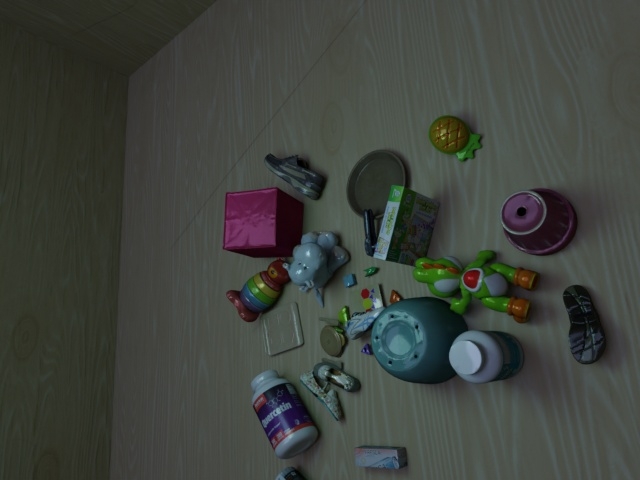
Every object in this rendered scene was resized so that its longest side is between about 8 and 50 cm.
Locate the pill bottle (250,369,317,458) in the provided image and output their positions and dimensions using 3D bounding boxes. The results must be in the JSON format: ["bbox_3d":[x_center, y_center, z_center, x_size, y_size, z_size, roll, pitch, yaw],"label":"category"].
[{"bbox_3d":[-0.159,0.688,1.866,0.181,0.182,0.323,-53,52,20],"label":"pill bottle"}]

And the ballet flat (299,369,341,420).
[{"bbox_3d":[0.012,0.592,1.810,0.077,0.091,0.241,-42,54,-13],"label":"ballet flat"}]

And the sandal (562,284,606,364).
[{"bbox_3d":[0.722,0.231,1.278,0.090,0.060,0.219,-21,53,30],"label":"sandal"}]

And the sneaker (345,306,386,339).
[{"bbox_3d":[0.157,0.285,1.666,0.086,0.085,0.237,59,141,14],"label":"sneaker"}]

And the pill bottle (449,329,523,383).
[{"bbox_3d":[0.469,0.332,1.333,0.146,0.264,0.146,-10,74,40],"label":"pill bottle"}]

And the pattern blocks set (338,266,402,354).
[{"bbox_3d":[0.186,0.265,1.756,0.285,0.026,0.324,-16,71,38],"label":"pattern blocks set"}]

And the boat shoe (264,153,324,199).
[{"bbox_3d":[-0.109,-0.312,2.087,0.355,0.132,0.130,38,97,31],"label":"boat shoe"}]

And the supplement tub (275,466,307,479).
[{"bbox_3d":[-0.083,0.975,1.783,0.190,0.117,0.117,26,98,42],"label":"supplement tub"}]

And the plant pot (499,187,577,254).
[{"bbox_3d":[0.614,-0.064,1.347,0.201,0.180,0.201,-9,76,40],"label":"plant pot"}]

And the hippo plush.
[{"bbox_3d":[-0.058,0.089,1.838,0.234,0.237,0.294,35,104,24],"label":"hippo plush"}]

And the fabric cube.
[{"bbox_3d":[-0.242,-0.069,2.004,0.254,0.258,0.259,-3,79,22],"label":"fabric cube"}]

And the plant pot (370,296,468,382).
[{"bbox_3d":[0.296,0.318,1.489,0.293,0.235,0.292,-8,76,34],"label":"plant pot"}]

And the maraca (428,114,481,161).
[{"bbox_3d":[0.462,-0.353,1.602,0.186,0.099,0.127,37,110,13],"label":"maraca"}]

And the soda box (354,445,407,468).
[{"bbox_3d":[0.207,0.752,1.615,0.183,0.058,0.062,-18,69,38],"label":"soda box"}]

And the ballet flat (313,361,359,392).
[{"bbox_3d":[0.050,0.516,1.777,0.213,0.068,0.072,15,76,34],"label":"ballet flat"}]

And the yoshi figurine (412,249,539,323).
[{"bbox_3d":[0.479,0.136,1.465,0.362,0.203,0.203,14,126,30],"label":"yoshi figurine"}]

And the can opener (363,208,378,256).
[{"bbox_3d":[0.187,-0.028,1.769,0.073,0.059,0.186,-1,101,37],"label":"can opener"}]

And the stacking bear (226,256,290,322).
[{"bbox_3d":[-0.246,0.203,2.065,0.289,0.164,0.175,-45,67,12],"label":"stacking bear"}]

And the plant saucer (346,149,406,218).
[{"bbox_3d":[0.220,-0.216,1.819,0.278,0.041,0.277,-9,76,40],"label":"plant saucer"}]

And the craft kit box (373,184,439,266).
[{"bbox_3d":[0.297,-0.040,1.575,0.061,0.250,0.246,12,90,42],"label":"craft kit box"}]

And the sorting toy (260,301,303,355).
[{"bbox_3d":[-0.168,0.389,2.040,0.208,0.038,0.193,-25,65,30],"label":"sorting toy"}]

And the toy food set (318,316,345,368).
[{"bbox_3d":[0.049,0.399,1.843,0.132,0.039,0.192,2,97,48],"label":"toy food set"}]

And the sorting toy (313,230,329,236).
[{"bbox_3d":[0.000,0.000,1.974,0.083,0.045,0.075,0,100,41],"label":"sorting toy"}]
